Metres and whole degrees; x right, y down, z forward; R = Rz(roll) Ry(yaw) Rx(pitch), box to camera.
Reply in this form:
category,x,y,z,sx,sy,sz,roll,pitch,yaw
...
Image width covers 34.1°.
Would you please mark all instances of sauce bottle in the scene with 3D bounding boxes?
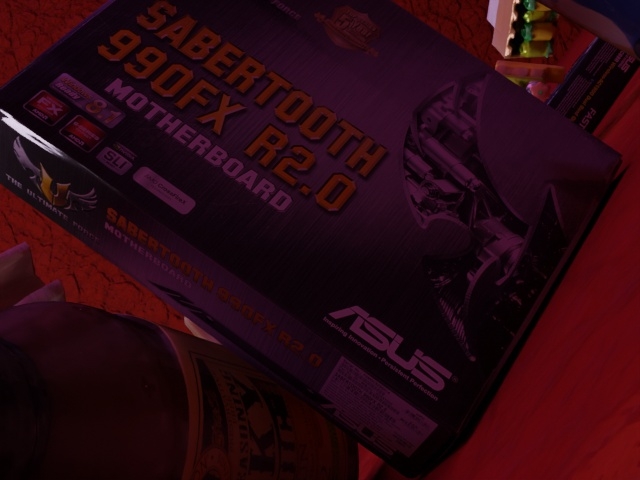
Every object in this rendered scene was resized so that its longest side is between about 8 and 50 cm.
category,x,y,z,sx,sy,sz,roll,pitch,yaw
sauce bottle,-0.083,0.086,0.417,0.111,0.111,0.344,-53,-24,3

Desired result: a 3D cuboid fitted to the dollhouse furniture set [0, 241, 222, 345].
category,x,y,z,sx,sy,sz,roll,pitch,yaw
dollhouse furniture set,-0.197,0.197,1.044,0.394,0.362,0.256,-32,-28,-27

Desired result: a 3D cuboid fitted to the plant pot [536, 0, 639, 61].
category,x,y,z,sx,sy,sz,roll,pitch,yaw
plant pot,0.092,-0.172,0.248,0.212,0.236,0.236,-59,-4,6

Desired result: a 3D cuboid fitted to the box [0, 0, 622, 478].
category,x,y,z,sx,sy,sz,roll,pitch,yaw
box,-0.001,-0.034,0.473,0.183,0.231,0.056,-50,-8,-35

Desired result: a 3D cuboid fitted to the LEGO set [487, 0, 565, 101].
category,x,y,z,sx,sy,sz,roll,pitch,yaw
LEGO set,0.091,-0.035,0.713,0.287,0.132,0.107,-48,9,35

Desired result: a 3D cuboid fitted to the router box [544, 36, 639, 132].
category,x,y,z,sx,sy,sz,roll,pitch,yaw
router box,0.188,-0.095,0.803,0.122,0.038,0.092,-52,-3,-19
